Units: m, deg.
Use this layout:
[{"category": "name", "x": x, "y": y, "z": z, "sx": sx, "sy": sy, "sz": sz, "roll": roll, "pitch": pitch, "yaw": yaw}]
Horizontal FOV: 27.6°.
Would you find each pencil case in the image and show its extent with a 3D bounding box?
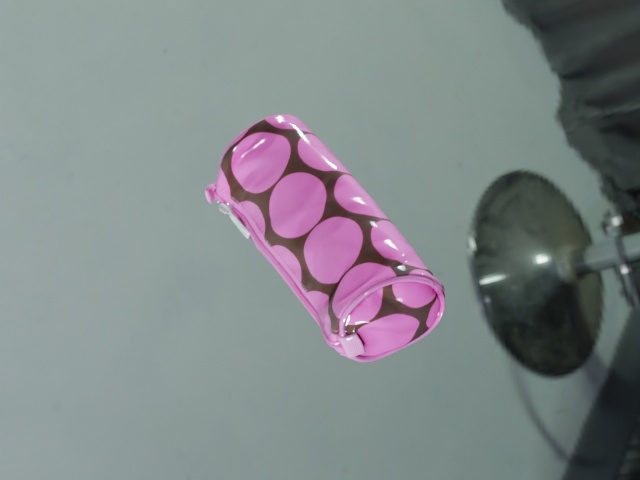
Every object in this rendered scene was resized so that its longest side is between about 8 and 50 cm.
[{"category": "pencil case", "x": 0.000, "y": 0.000, "z": 0.982, "sx": 0.098, "sy": 0.209, "sz": 0.095, "roll": -27, "pitch": 140, "yaw": -17}]
